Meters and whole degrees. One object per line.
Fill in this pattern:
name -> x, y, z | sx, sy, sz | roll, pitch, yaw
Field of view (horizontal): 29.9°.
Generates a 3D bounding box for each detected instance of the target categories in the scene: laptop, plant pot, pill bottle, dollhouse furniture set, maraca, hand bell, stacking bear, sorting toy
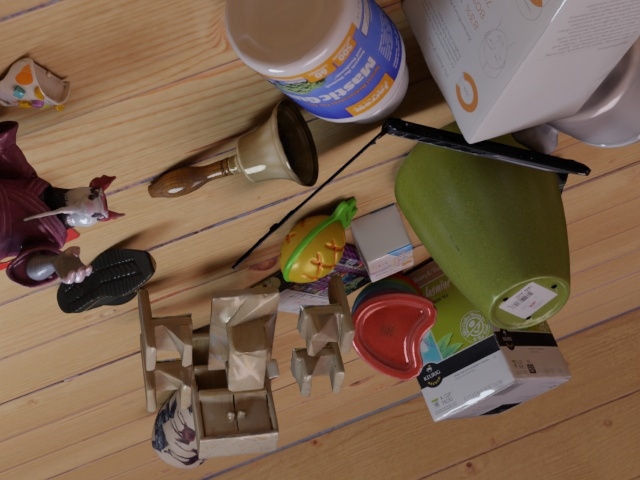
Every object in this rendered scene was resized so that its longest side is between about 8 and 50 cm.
laptop -> 0.118, -0.043, 1.676 | 0.408, 0.236, 0.382 | 14, -175, 1
plant pot -> 0.292, -0.009, 1.968 | 0.275, 0.293, 0.274 | -10, 141, -8
pill bottle -> 0.011, -0.226, 1.409 | 0.152, 0.152, 0.272 | -28, 159, 15
dollhouse furniture set -> -0.159, 0.193, 2.251 | 0.362, 0.256, 0.394 | -4, 140, -12
maraca -> 0.000, 0.000, 2.089 | 0.185, 0.099, 0.127 | -46, 166, -12
hand bell -> -0.138, -0.101, 1.687 | 0.242, 0.126, 0.126 | -17, 164, 20
stacking bear -> 0.148, 0.146, 2.461 | 0.164, 0.175, 0.289 | 15, -165, 3
sorting toy -> -0.337, -0.168, 1.362 | 0.075, 0.044, 0.083 | -8, 165, 18

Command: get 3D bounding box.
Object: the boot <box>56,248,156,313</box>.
boot -> -0.315, 0.061, 1.949 | 0.198, 0.076, 0.137 | -19, 170, 31

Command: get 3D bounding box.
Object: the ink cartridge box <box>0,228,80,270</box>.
ink cartridge box -> -0.449, 0.015, 1.690 | 0.181, 0.056, 0.224 | -22, 159, 1

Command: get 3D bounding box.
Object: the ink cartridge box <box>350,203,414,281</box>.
ink cartridge box -> 0.117, 0.009, 2.240 | 0.092, 0.090, 0.143 | -23, 160, -1

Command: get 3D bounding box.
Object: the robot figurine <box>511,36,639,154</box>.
robot figurine -> 0.394, -0.244, 1.710 | 0.300, 0.199, 0.353 | -45, 153, 18

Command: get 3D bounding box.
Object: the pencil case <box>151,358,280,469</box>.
pencil case -> -0.249, 0.384, 2.723 | 0.184, 0.159, 0.410 | 5, 149, -26

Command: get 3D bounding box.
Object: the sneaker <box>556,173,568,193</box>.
sneaker -> 0.371, -0.115, 2.230 | 0.267, 0.101, 0.106 | 9, 119, -51

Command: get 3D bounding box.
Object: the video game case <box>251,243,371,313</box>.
video game case -> 0.000, 0.079, 2.367 | 0.210, 0.041, 0.232 | -31, 159, 22

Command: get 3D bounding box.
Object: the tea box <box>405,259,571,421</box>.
tea box -> 0.350, 0.211, 2.675 | 0.220, 0.323, 0.329 | -32, 160, 26

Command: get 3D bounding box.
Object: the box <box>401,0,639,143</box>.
box -> 0.254, -0.301, 1.383 | 0.168, 0.215, 0.345 | -15, 160, -22

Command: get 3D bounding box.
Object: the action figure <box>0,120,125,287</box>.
action figure -> -0.403, -0.008, 1.376 | 0.370, 0.248, 0.276 | -5, 155, -31
